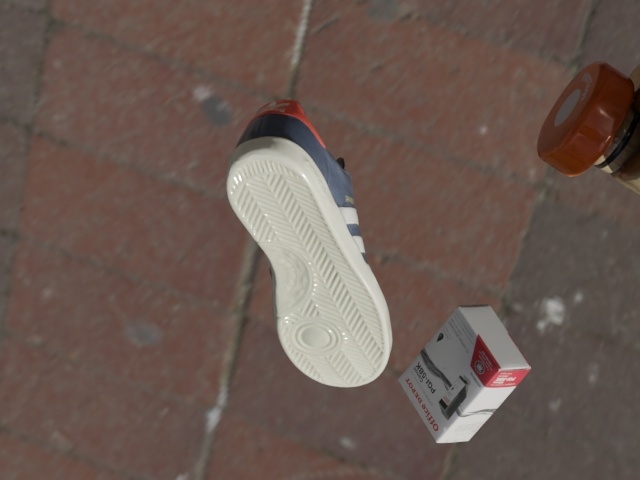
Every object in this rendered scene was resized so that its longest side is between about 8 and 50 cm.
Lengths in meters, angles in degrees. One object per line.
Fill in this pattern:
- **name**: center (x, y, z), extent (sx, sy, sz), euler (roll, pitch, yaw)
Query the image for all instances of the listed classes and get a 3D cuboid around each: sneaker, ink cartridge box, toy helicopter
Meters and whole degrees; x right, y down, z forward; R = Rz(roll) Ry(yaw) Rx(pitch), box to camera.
- **sneaker**: center (0.000, 0.000, 2.007), extent (0.131, 0.148, 0.350), euler (-7, 128, 14)
- **ink cartridge box**: center (0.162, 0.153, 2.124), extent (0.135, 0.056, 0.099), euler (-54, 53, 33)
- **toy helicopter**: center (0.303, -0.179, 1.356), extent (0.140, 0.355, 0.235), euler (31, 138, -10)
